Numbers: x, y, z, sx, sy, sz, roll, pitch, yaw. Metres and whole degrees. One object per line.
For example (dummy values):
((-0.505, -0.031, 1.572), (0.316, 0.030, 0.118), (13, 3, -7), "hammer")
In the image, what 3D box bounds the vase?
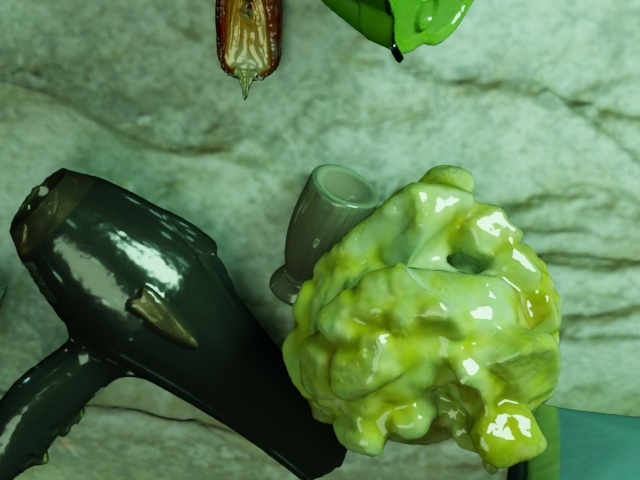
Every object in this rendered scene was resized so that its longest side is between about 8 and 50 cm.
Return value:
((0.000, 0.000, 1.012), (0.053, 0.053, 0.100), (25, 121, 1), "vase")

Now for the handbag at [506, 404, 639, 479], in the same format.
((0.242, 0.254, 0.981), (0.241, 0.222, 0.263), (4, 113, 6), "handbag")

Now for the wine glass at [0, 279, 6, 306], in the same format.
((-0.345, 0.030, 1.073), (0.204, 0.111, 0.111), (27, 117, -4), "wine glass")

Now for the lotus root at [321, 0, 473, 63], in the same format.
((0.021, -0.224, 0.855), (0.186, 0.186, 0.186), (5, 115, 11), "lotus root")

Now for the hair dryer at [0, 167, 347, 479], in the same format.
((-0.182, 0.150, 1.039), (0.359, 0.120, 0.304), (-44, 112, -2), "hair dryer")

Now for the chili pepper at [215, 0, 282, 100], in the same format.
((-0.048, -0.181, 0.953), (0.045, 0.027, 0.178), (4, 116, 7), "chili pepper")

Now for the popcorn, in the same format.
((0.075, 0.064, 0.948), (0.185, 0.187, 0.167), (32, 139, 0), "popcorn")
